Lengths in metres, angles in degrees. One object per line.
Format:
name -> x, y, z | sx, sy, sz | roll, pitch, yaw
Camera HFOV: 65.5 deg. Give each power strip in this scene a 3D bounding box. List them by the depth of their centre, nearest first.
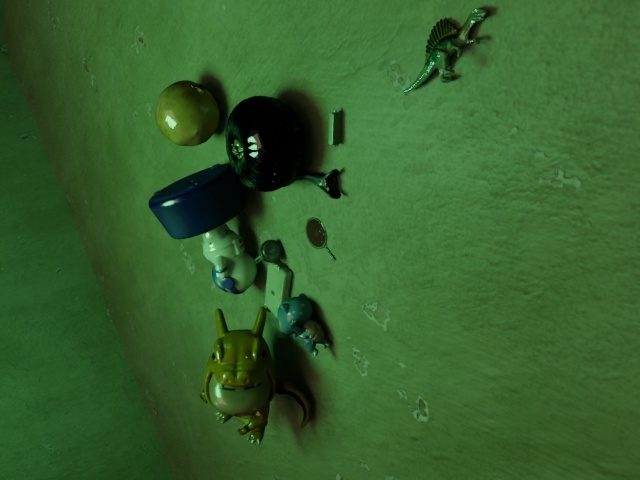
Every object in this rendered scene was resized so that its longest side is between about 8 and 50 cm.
power strip -> 0.033, -0.254, 1.122 | 0.017, 0.027, 0.083 | 23, 121, 43
power strip -> -0.129, 0.146, 1.487 | 0.081, 0.035, 0.192 | 36, 131, 35

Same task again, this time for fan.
fan -> 0.000, 0.000, 1.291 | 0.133, 0.005, 0.085 | 55, 139, 20

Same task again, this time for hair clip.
hair clip -> -0.031, -0.149, 1.246 | 0.229, 0.039, 0.070 | 15, 116, 51

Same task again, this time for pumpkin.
pumpkin -> -0.139, -0.235, 1.228 | 0.233, 0.163, 0.233 | 24, 121, 46

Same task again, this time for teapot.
teapot -> -0.156, 0.039, 1.435 | 0.066, 0.088, 0.057 | 55, 156, -5

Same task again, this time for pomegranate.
pomegranate -> -0.390, -0.373, 1.453 | 0.191, 0.191, 0.191 | 24, 123, 42

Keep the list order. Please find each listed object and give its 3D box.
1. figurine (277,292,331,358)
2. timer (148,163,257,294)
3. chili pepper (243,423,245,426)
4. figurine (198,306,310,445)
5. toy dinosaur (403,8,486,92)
figurine -> -0.059, 0.247, 1.399 | 0.178, 0.114, 0.144 | 52, 141, 8
timer -> -0.311, -0.008, 1.497 | 0.270, 0.270, 0.384 | 3, 122, 49
chili pepper -> -0.244, 0.659, 1.846 | 0.051, 0.050, 0.202 | 23, 130, -3
figurine -> -0.247, 0.421, 1.550 | 0.401, 0.268, 0.387 | 38, 141, 39
toy dinosaur -> 0.210, -0.333, 0.873 | 0.187, 0.044, 0.107 | 4, 96, 63
